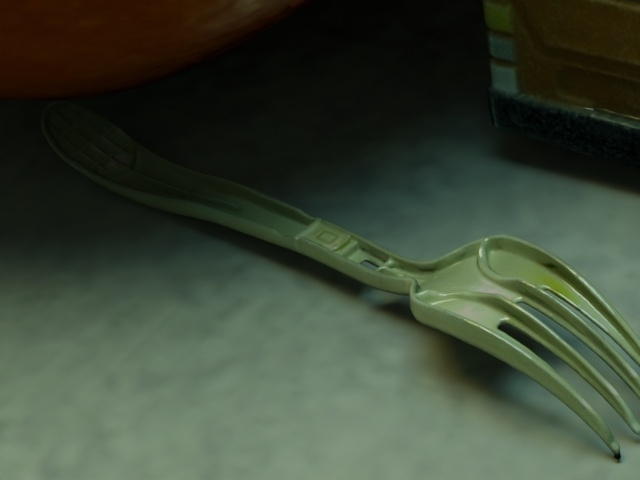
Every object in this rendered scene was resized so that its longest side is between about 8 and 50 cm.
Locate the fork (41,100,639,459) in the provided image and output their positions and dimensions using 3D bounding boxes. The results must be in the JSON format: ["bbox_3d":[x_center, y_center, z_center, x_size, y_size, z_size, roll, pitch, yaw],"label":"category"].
[{"bbox_3d":[-0.002,-0.005,0.518,0.219,0.028,0.034,27,59,39],"label":"fork"}]

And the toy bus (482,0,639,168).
[{"bbox_3d":[0.123,-0.105,0.549,0.091,0.103,0.182,17,46,32],"label":"toy bus"}]

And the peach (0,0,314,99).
[{"bbox_3d":[-0.068,-0.212,0.554,0.370,0.370,0.370,-8,38,6],"label":"peach"}]
